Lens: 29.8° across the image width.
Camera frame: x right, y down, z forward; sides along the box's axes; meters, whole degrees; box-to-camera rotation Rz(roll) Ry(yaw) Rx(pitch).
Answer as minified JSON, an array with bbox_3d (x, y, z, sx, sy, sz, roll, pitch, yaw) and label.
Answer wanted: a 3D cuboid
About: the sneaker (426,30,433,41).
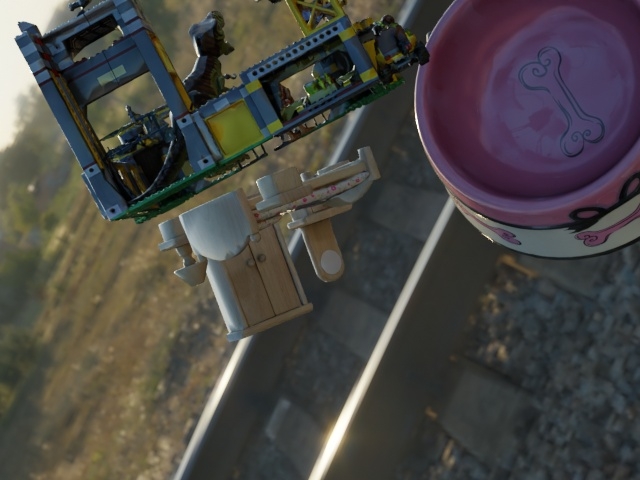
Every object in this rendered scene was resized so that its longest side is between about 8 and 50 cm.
[{"bbox_3d":[0.262,-0.252,1.778,0.083,0.222,0.118,142,130,-65],"label":"sneaker"}]

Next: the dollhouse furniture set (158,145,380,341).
[{"bbox_3d":[0.000,0.000,1.452,0.303,0.173,0.355,-21,2,-34],"label":"dollhouse furniture set"}]

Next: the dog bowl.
[{"bbox_3d":[0.302,-0.186,1.553,0.150,0.408,0.408,19,-81,-59],"label":"dog bowl"}]

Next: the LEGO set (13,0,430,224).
[{"bbox_3d":[-0.095,-0.159,1.012,0.331,0.192,0.255,-27,1,14],"label":"LEGO set"}]
